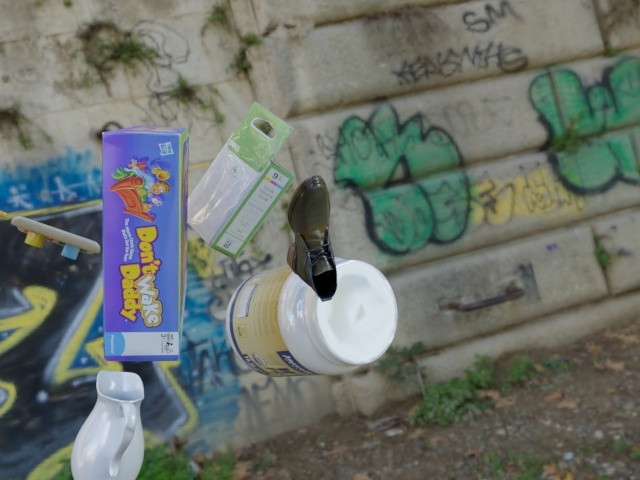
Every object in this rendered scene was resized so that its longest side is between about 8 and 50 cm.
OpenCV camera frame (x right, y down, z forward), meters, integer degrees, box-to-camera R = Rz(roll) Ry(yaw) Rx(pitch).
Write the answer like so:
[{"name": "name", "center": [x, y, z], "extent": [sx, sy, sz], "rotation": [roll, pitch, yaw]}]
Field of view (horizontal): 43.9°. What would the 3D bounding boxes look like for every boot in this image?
[{"name": "boot", "center": [0.000, 0.000, 1.302], "extent": [0.082, 0.106, 0.219], "rotation": [-19, -40, -21]}]

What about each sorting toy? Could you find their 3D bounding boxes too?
[{"name": "sorting toy", "center": [-0.563, 0.002, 1.680], "extent": [0.347, 0.047, 0.196], "rotation": [21, -9, -16]}]

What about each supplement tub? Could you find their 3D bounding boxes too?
[{"name": "supplement tub", "center": [-0.021, 0.153, 1.568], "extent": [0.228, 0.228, 0.316], "rotation": [-13, -2, -36]}]

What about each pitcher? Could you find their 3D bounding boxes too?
[{"name": "pitcher", "center": [-0.365, 0.357, 1.401], "extent": [0.125, 0.207, 0.178], "rotation": [10, 10, -22]}]

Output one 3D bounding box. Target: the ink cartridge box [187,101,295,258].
[{"name": "ink cartridge box", "center": [-0.111, -0.089, 1.179], "extent": [0.062, 0.209, 0.109], "rotation": [29, 9, -46]}]

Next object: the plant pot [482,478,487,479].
[{"name": "plant pot", "center": [0.288, 0.493, 1.409], "extent": [0.081, 0.081, 0.083], "rotation": [-40, 18, 30]}]

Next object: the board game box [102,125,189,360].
[{"name": "board game box", "center": [-0.202, -0.018, 0.958], "extent": [0.078, 0.233, 0.347], "rotation": [1, 9, -8]}]
